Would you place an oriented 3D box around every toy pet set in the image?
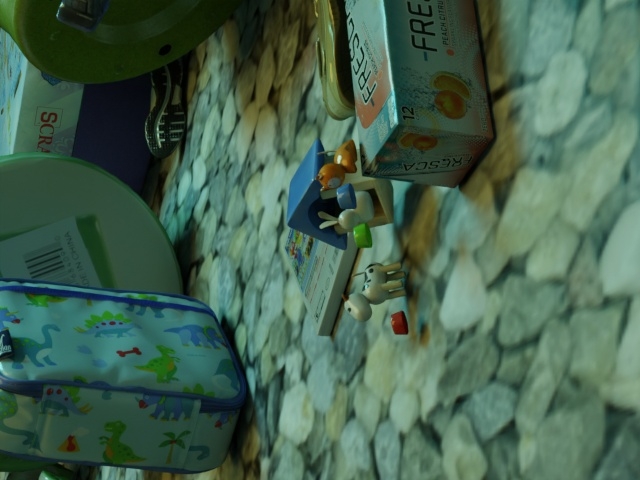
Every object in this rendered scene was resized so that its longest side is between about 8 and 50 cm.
[{"bbox_3d":[0.006,-0.013,0.979,0.114,0.065,0.122,-87,-20,-48],"label":"toy pet set"}]

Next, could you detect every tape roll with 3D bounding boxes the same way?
[{"bbox_3d":[-0.259,-0.148,1.848,0.275,0.090,0.275,-172,90,-72],"label":"tape roll"}]

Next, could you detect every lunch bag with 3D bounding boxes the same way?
[{"bbox_3d":[-0.181,0.105,1.318,0.176,0.219,0.090,-115,37,-58],"label":"lunch bag"}]

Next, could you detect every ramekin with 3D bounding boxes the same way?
[{"bbox_3d":[-0.277,0.061,1.515,0.148,0.303,0.303,-24,60,60],"label":"ramekin"}]

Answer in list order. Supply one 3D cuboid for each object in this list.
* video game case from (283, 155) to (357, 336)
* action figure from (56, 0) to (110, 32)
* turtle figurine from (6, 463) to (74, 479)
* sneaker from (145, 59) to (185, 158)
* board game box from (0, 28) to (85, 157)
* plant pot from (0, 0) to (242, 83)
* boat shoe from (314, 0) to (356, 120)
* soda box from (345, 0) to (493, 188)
[{"bbox_3d":[0.000,0.000,1.153,0.122,0.011,0.087,-113,35,-56],"label":"video game case"},{"bbox_3d":[-0.033,-0.267,1.115,0.341,0.178,0.330,-63,5,-24],"label":"action figure"},{"bbox_3d":[-0.329,0.396,1.831,0.266,0.275,0.198,-63,-4,-3],"label":"turtle figurine"},{"bbox_3d":[-0.155,-0.131,1.629,0.044,0.040,0.109,100,174,-69],"label":"sneaker"},{"bbox_3d":[-0.305,-0.201,1.737,0.318,0.066,0.318,-104,25,-49],"label":"board game box"},{"bbox_3d":[-0.229,-0.336,1.403,0.353,0.366,0.366,57,142,26],"label":"plant pot"},{"bbox_3d":[0.019,-0.160,1.094,0.048,0.056,0.153,160,109,-64],"label":"boat shoe"},{"bbox_3d":[0.054,-0.123,0.959,0.058,0.063,0.183,123,148,-53],"label":"soda box"}]
